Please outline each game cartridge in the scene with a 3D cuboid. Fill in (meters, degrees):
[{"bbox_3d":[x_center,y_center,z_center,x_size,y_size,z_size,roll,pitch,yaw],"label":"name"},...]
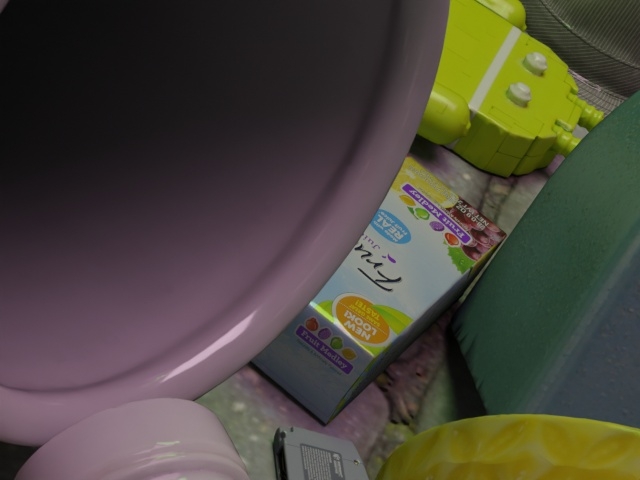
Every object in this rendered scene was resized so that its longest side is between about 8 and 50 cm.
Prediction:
[{"bbox_3d":[0.003,0.144,1.024,0.056,0.017,0.083,15,38,-19],"label":"game cartridge"}]

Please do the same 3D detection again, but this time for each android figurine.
[{"bbox_3d":[0.101,-0.146,1.435,0.272,0.056,0.248,32,33,3],"label":"android figurine"}]

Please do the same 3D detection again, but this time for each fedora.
[{"bbox_3d":[0.271,-0.222,1.603,0.243,0.124,0.275,30,34,-2],"label":"fedora"}]

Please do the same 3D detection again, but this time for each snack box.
[{"bbox_3d":[0.000,0.000,1.154,0.174,0.070,0.207,39,36,9],"label":"snack box"}]

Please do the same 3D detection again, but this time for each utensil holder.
[{"bbox_3d":[-0.185,-0.138,0.895,0.385,0.328,0.327,35,31,31],"label":"utensil holder"}]

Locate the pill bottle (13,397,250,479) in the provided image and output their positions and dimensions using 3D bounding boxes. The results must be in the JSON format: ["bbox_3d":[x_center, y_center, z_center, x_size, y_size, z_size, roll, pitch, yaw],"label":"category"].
[{"bbox_3d":[-0.041,0.206,0.787,0.152,0.152,0.272,2,44,-37],"label":"pill bottle"}]

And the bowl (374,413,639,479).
[{"bbox_3d":[0.132,0.225,0.830,0.289,0.289,0.156,30,57,-4],"label":"bowl"}]

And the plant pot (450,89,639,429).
[{"bbox_3d":[0.256,0.027,1.094,0.247,0.252,0.247,26,12,-9],"label":"plant pot"}]
